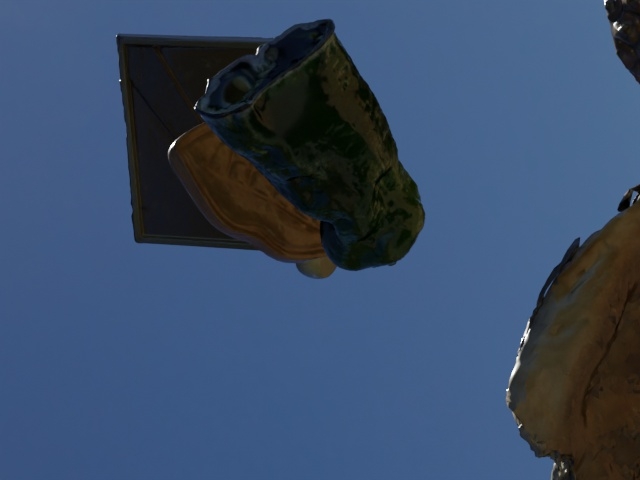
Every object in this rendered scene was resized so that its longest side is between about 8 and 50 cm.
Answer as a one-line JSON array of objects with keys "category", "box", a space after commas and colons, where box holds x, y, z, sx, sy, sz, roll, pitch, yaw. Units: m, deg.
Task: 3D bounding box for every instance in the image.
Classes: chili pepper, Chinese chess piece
[{"category": "chili pepper", "box": [0.012, -0.066, 1.632, 0.136, 0.099, 0.270, -45, -52, -11]}, {"category": "Chinese chess piece", "box": [0.000, 0.000, 1.951, 0.084, 0.034, 0.084, 14, -90, -71]}]

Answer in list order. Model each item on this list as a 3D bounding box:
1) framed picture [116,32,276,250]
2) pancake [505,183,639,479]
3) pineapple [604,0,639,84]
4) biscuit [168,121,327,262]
[{"category": "framed picture", "box": [-0.161, -0.132, 2.500, 0.024, 0.232, 0.315, -62, -27, -61]}, {"category": "pancake", "box": [0.272, 0.134, 1.338, 0.382, 0.071, 0.382, -7, -80, -40]}, {"category": "pineapple", "box": [0.433, -0.275, 1.737, 0.202, 0.362, 0.202, 12, -115, -29]}, {"category": "biscuit", "box": [-0.049, -0.055, 1.801, 0.221, 0.029, 0.142, 30, -122, -20]}]
